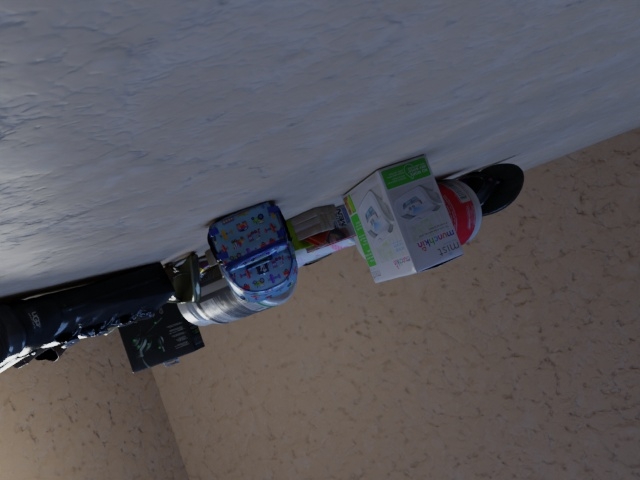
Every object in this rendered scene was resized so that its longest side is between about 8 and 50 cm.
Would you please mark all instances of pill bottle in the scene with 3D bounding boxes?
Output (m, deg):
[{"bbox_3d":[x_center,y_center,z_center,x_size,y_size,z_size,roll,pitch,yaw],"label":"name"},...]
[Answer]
[{"bbox_3d":[0.303,-0.052,1.991,0.408,0.229,0.229,-17,176,-42],"label":"pill bottle"},{"bbox_3d":[-0.259,0.133,1.899,0.361,0.204,0.204,-22,176,41],"label":"pill bottle"}]

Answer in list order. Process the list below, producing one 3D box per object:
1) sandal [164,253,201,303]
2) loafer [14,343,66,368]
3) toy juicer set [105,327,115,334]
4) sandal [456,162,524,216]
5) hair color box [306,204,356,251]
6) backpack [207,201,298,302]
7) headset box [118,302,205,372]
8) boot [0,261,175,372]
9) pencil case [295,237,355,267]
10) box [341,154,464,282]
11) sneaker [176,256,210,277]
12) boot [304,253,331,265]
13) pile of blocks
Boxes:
[{"bbox_3d":[-0.385,0.115,1.681,0.086,0.120,0.303,-1,167,-34],"label":"sandal"},{"bbox_3d":[-0.877,0.329,2.052,0.134,0.130,0.366,-21,177,22],"label":"loafer"},{"bbox_3d":[-0.603,0.195,2.064,0.209,0.089,0.329,-40,-175,-33],"label":"toy juicer set"},{"bbox_3d":[0.506,-0.152,2.279,0.446,0.167,0.107,-21,159,18],"label":"sandal"},{"bbox_3d":[0.026,-0.036,1.779,0.167,0.093,0.053,-20,176,-4],"label":"hair color box"},{"bbox_3d":[-0.124,0.030,1.234,0.158,0.173,0.117,-19,177,-7],"label":"backpack"},{"bbox_3d":[-0.578,0.314,2.295,0.246,0.283,0.131,-21,176,3],"label":"headset box"},{"bbox_3d":[-0.601,0.187,1.444,0.367,0.146,0.445,-20,-178,31],"label":"boot"},{"bbox_3d":[0.000,0.000,2.034,0.273,0.113,0.124,-23,170,32],"label":"pencil case"},{"bbox_3d":[0.178,-0.038,1.435,0.127,0.231,0.262,-19,178,-17],"label":"box"},{"bbox_3d":[-0.359,0.102,1.821,0.186,0.083,0.069,-21,177,24],"label":"sneaker"},{"bbox_3d":[-0.088,0.040,2.192,0.305,0.115,0.112,-17,178,-29],"label":"boot"},{"bbox_3d":[-0.116,0.020,1.675,0.362,0.112,0.149,-20,177,9],"label":"pile of blocks"}]
